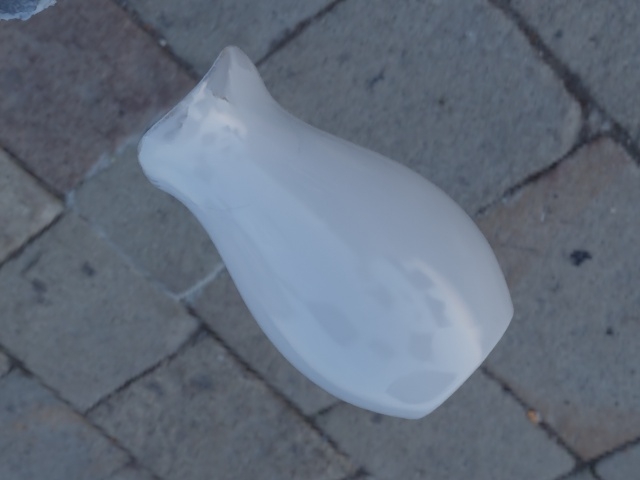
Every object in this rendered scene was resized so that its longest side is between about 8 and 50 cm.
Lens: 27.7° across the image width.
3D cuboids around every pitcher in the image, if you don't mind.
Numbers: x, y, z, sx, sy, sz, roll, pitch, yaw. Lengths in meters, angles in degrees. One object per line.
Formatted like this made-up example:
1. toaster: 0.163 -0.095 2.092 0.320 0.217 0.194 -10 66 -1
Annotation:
1. pitcher: 0.000 0.000 0.733 0.207 0.178 0.125 42 85 -1

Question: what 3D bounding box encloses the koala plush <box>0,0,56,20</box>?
1. koala plush: -0.253 -0.123 0.669 0.221 0.196 0.203 2 112 35
